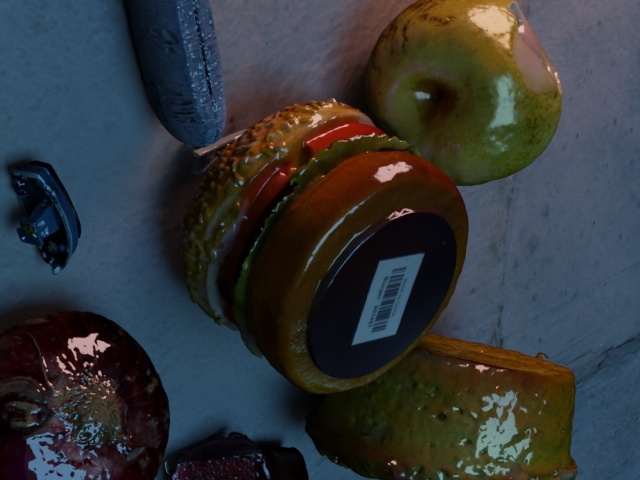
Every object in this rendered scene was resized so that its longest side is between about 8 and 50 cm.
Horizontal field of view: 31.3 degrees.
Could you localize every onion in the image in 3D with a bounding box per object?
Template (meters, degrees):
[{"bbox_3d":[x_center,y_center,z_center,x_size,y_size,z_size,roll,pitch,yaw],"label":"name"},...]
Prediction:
[{"bbox_3d":[-0.286,0.197,1.258,0.246,0.190,0.246,12,73,-44],"label":"onion"}]

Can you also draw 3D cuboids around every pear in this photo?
[{"bbox_3d":[0.190,-0.198,1.477,0.271,0.271,0.271,-22,126,-35],"label":"pear"}]

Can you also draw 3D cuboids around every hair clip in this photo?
[{"bbox_3d":[-0.113,-0.112,1.387,0.115,0.030,0.039,-21,144,-34],"label":"hair clip"}]

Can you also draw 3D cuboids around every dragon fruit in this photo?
[{"bbox_3d":[-0.138,0.314,1.554,0.147,0.096,0.102,-10,112,-6],"label":"dragon fruit"}]

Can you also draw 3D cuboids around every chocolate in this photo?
[{"bbox_3d":[-0.079,0.369,1.620,0.080,0.125,0.148,21,100,-32],"label":"chocolate"}]

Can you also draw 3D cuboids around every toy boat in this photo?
[{"bbox_3d":[-0.298,-0.022,1.225,0.061,0.060,0.137,-54,148,-37],"label":"toy boat"}]

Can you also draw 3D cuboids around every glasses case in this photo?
[{"bbox_3d":[-0.159,-0.228,1.215,0.067,0.109,0.282,-33,132,-30],"label":"glasses case"}]

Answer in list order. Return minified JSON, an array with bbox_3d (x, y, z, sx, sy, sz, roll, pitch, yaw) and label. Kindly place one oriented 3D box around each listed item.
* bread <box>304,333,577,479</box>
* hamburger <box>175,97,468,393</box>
[{"bbox_3d":[0.181,0.252,1.637,0.398,0.398,0.215,10,91,-47],"label":"bread"},{"bbox_3d":[0.000,0.000,1.377,0.330,0.250,0.330,-27,135,-30],"label":"hamburger"}]
